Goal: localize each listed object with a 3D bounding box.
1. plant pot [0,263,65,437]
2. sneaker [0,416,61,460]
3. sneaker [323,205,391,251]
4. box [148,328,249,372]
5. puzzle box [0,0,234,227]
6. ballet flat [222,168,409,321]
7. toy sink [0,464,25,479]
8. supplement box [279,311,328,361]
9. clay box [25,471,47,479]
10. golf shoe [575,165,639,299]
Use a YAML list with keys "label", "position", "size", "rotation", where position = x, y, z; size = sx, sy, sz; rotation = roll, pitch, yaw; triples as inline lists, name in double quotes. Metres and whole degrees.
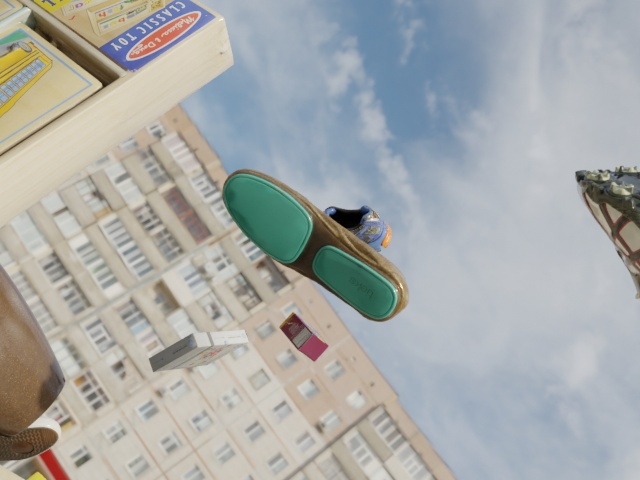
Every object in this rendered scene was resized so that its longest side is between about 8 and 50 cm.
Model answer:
- label: "plant pot"
  position: [-0.455, 0.143, 0.998]
  size: [0.230, 0.215, 0.215]
  rotation: [52, -23, -21]
- label: "sneaker"
  position: [-0.661, 0.380, 1.547]
  size: [0.123, 0.290, 0.106]
  rotation: [-95, 169, -49]
- label: "sneaker"
  position: [0.007, -0.020, 1.321]
  size: [0.087, 0.221, 0.083]
  rotation: [65, 19, -47]
- label: "box"
  position: [-0.275, 0.250, 1.739]
  size: [0.145, 0.186, 0.038]
  rotation: [-30, -107, 26]
- label: "puzzle box"
  position: [-0.307, -0.109, 0.595]
  size: [0.272, 0.409, 0.052]
  rotation: [37, -25, 27]
- label: "ballet flat"
  position: [0.000, 0.000, 1.209]
  size: [0.342, 0.124, 0.116]
  rotation: [33, -70, 11]
- label: "toy sink"
  position: [-0.617, 0.485, 1.244]
  size: [0.131, 0.234, 0.153]
  rotation: [41, 14, -20]
- label: "supplement box"
  position: [-0.032, 0.179, 1.426]
  size: [0.055, 0.043, 0.083]
  rotation: [43, 0, -40]
- label: "clay box"
  position: [-0.350, 0.355, 0.858]
  size: [0.053, 0.127, 0.222]
  rotation: [33, -44, 22]
- label: "golf shoe"
  position: [0.322, 0.004, 0.747]
  size: [0.273, 0.105, 0.120]
  rotation: [-108, -161, -64]
